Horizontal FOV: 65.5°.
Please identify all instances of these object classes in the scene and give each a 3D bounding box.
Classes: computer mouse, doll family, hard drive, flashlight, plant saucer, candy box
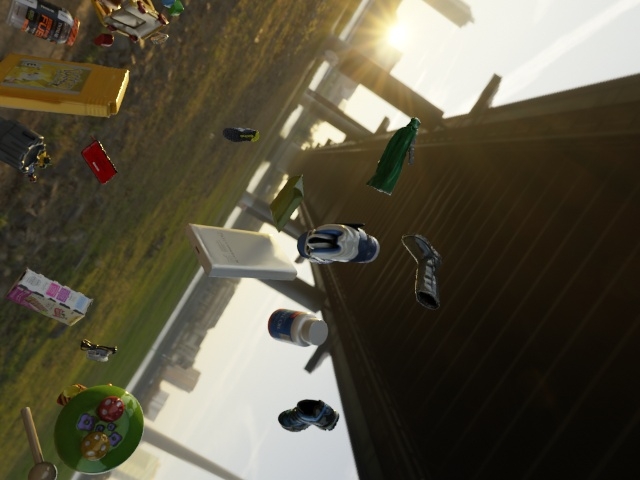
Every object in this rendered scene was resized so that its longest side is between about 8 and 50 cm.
[{"bbox_3d":[-0.710,0.350,1.583,0.193,0.105,0.042,-38,-137,57],"label":"computer mouse"},{"bbox_3d":[-1.103,-0.306,1.920,0.193,0.075,0.112,-69,174,-52],"label":"doll family"},{"bbox_3d":[-0.272,0.043,1.737,0.233,0.352,0.047,52,-58,37],"label":"hard drive"},{"bbox_3d":[-0.778,-0.260,1.102,0.103,0.304,0.103,-61,-172,-26],"label":"flashlight"},{"bbox_3d":[-0.130,-0.143,1.862,0.188,0.045,0.188,-57,168,-18],"label":"plant saucer"},{"bbox_3d":[-0.923,0.198,1.695,0.159,0.233,0.071,-28,-141,42],"label":"candy box"}]

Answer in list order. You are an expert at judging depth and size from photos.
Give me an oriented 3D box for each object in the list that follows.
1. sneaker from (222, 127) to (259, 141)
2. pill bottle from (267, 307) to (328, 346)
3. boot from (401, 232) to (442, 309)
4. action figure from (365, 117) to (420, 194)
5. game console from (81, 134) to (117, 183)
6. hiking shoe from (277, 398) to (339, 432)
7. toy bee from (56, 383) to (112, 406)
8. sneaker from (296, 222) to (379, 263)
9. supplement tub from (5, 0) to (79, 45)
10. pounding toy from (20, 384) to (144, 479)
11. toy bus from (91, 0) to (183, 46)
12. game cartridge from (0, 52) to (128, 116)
[{"bbox_3d":[-0.314,-0.413,1.935,0.059,0.144,0.053,42,-55,51],"label":"sneaker"},{"bbox_3d":[-0.080,0.314,1.781,0.221,0.124,0.124,0,-126,47],"label":"pill bottle"},{"bbox_3d":[0.326,0.097,1.618,0.076,0.189,0.209,-38,-160,47],"label":"boot"},{"bbox_3d":[0.226,-0.248,1.438,0.137,0.063,0.232,33,-82,55],"label":"action figure"},{"bbox_3d":[-0.826,-0.297,1.835,0.085,0.144,0.124,4,-136,29],"label":"game console"},{"bbox_3d":[-0.066,0.682,1.985,0.303,0.132,0.113,-19,-155,36],"label":"hiking shoe"},{"bbox_3d":[-0.806,0.581,1.781,0.162,0.298,0.195,-56,160,-21],"label":"toy bee"},{"bbox_3d":[0.000,0.001,1.539,0.322,0.236,0.130,5,-97,37],"label":"sneaker"},{"bbox_3d":[-0.888,-0.709,1.594,0.117,0.190,0.117,-16,-112,47],"label":"supplement tub"},{"bbox_3d":[-0.486,0.400,1.040,0.110,0.236,0.183,-38,-115,56],"label":"pounding toy"},{"bbox_3d":[-0.442,-0.543,1.160,0.190,0.105,0.202,-28,-174,-34],"label":"toy bus"},{"bbox_3d":[-0.717,-0.432,1.372,0.285,0.323,0.053,-107,-157,-51],"label":"game cartridge"}]
